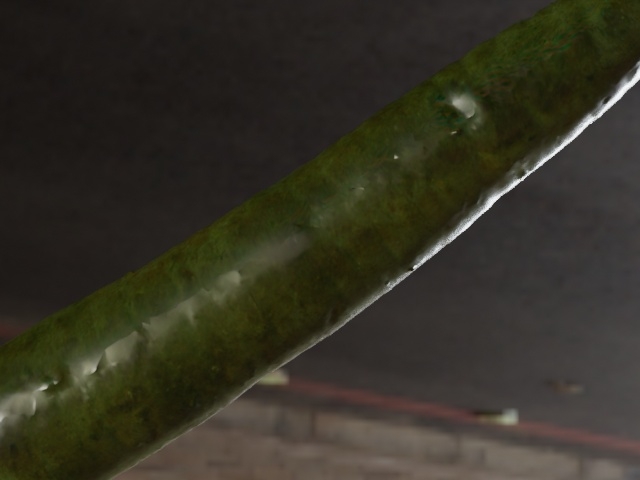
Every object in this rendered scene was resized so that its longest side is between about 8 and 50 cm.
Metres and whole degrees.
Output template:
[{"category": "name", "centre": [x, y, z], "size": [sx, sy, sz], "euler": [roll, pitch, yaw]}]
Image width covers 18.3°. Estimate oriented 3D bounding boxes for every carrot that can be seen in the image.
[{"category": "carrot", "centre": [0.000, 0.000, 0.812], "size": [0.358, 0.074, 0.074], "euler": [-33, 160, 5]}]
